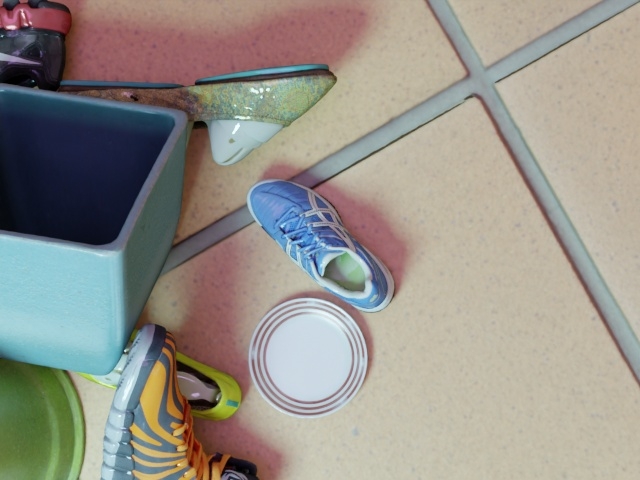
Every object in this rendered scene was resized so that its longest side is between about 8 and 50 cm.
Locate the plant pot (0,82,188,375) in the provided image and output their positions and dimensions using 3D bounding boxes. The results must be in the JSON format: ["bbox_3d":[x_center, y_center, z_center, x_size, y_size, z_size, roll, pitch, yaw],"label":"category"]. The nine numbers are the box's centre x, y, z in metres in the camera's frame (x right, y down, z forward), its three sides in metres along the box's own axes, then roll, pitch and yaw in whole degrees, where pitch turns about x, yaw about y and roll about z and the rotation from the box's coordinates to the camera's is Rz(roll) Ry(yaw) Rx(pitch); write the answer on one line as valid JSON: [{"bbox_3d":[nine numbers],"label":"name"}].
[{"bbox_3d":[-0.292,0.008,1.633,0.247,0.247,0.252,9,133,9],"label":"plant pot"}]

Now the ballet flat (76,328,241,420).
[{"bbox_3d":[-0.203,0.152,1.712,0.230,0.077,0.077,19,89,9],"label":"ballet flat"}]

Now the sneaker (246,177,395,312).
[{"bbox_3d":[0.000,0.000,1.687,0.211,0.081,0.080,39,95,9],"label":"sneaker"}]

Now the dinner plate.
[{"bbox_3d":[-0.014,0.138,1.716,0.141,0.017,0.141,0,88,9],"label":"dinner plate"}]

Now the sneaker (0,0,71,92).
[{"bbox_3d":[-0.429,-0.208,1.748,0.276,0.097,0.135,-8,84,6],"label":"sneaker"}]

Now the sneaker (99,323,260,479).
[{"bbox_3d":[-0.149,0.231,1.643,0.180,0.125,0.321,13,130,0],"label":"sneaker"}]

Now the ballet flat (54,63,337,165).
[{"bbox_3d":[-0.147,-0.138,1.699,0.348,0.123,0.123,-2,87,14],"label":"ballet flat"}]

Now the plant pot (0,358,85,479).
[{"bbox_3d":[-0.435,0.234,1.654,0.276,0.254,0.276,0,87,8],"label":"plant pot"}]
